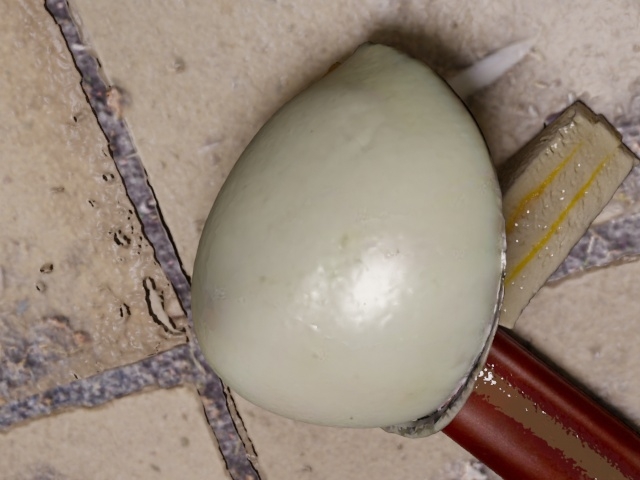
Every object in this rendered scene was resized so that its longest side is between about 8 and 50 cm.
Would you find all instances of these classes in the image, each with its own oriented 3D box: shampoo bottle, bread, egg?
[{"bbox_3d":[0.152,0.135,1.396,0.260,0.064,0.102,38,115,-1],"label":"shampoo bottle"},{"bbox_3d":[0.166,-0.021,1.320,0.077,0.105,0.152,41,112,-11],"label":"bread"},{"bbox_3d":[0.002,0.003,1.268,0.174,0.264,0.286,0,112,-33],"label":"egg"}]
